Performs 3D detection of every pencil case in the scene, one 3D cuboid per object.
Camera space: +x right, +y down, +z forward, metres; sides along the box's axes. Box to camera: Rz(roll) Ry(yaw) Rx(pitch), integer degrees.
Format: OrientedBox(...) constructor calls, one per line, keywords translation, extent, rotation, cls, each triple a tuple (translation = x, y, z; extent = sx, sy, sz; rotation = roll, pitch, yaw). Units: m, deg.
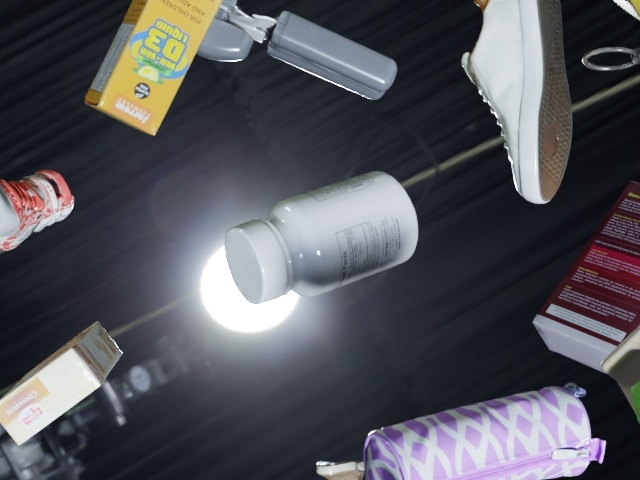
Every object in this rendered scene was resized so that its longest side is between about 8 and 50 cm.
OrientedBox(translation=(0.139, 0.186, 0.794), extent=(0.088, 0.206, 0.086), rotation=(-135, 40, -58), cls="pencil case")

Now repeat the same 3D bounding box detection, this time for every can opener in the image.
OrientedBox(translation=(-0.048, -0.233, 1.161), extent=(0.283, 0.095, 0.076), rotation=(23, 169, -7), cls="can opener")

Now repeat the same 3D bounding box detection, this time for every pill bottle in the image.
OrientedBox(translation=(0.000, 0.000, 1.189), extent=(0.131, 0.229, 0.131), rotation=(38, 138, 45), cls="pill bottle")

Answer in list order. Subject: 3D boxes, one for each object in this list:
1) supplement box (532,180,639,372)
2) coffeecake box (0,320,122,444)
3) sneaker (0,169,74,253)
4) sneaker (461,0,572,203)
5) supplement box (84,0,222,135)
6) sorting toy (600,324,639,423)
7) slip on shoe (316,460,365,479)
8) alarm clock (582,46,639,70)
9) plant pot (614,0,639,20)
OrientedBox(translation=(0.388, 0.047, 1.147), extent=(0.130, 0.239, 0.073), rotation=(24, 160, 46), cls="supplement box")
OrientedBox(translation=(-0.375, 0.201, 1.333), extent=(0.068, 0.142, 0.185), rotation=(54, -179, -7), cls="coffeecake box")
OrientedBox(translation=(-0.420, -0.060, 1.281), extent=(0.090, 0.145, 0.270), rotation=(55, 158, 2), cls="sneaker")
OrientedBox(translation=(0.250, -0.189, 1.193), extent=(0.106, 0.123, 0.290), rotation=(2, -95, -51), cls="sneaker")
OrientedBox(translation=(-0.171, -0.236, 1.015), extent=(0.078, 0.233, 0.080), rotation=(25, -177, -30), cls="supplement box")
OrientedBox(translation=(0.313, 0.151, 0.722), extent=(0.208, 0.038, 0.193), rotation=(61, 158, 23), cls="sorting toy")
OrientedBox(translation=(0.031, 0.346, 1.359), extent=(0.135, 0.051, 0.041), rotation=(35, -126, -69), cls="slip on shoe")
OrientedBox(translation=(0.271, -0.127, 0.605), extent=(0.129, 0.192, 0.064), rotation=(16, -106, -65), cls="alarm clock")
OrientedBox(translation=(0.352, -0.357, 0.961), extent=(0.212, 0.212, 0.187), rotation=(35, -145, -43), cls="plant pot")
